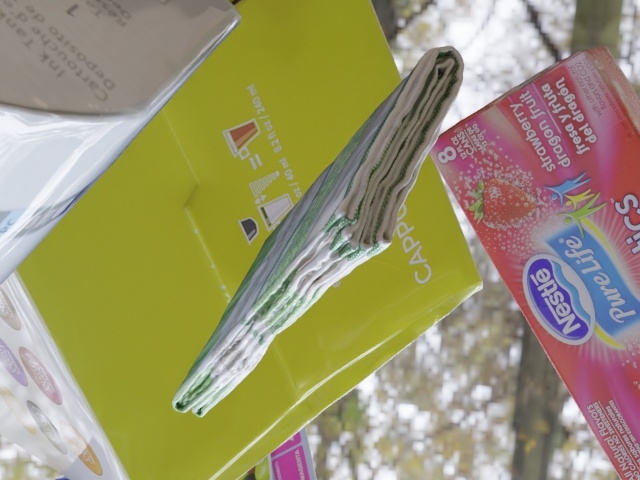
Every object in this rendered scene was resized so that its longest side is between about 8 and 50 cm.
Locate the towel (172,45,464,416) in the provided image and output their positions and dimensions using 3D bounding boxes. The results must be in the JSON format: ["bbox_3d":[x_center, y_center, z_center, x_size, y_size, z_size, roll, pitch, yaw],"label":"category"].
[{"bbox_3d":[0.000,0.000,0.652,0.023,0.152,0.113,36,-132,-6],"label":"towel"}]

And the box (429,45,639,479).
[{"bbox_3d":[0.191,0.012,1.071,0.122,0.257,0.128,-31,179,17],"label":"box"}]

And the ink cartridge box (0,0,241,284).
[{"bbox_3d":[-0.191,0.051,0.526,0.091,0.308,0.385,43,-157,-9],"label":"ink cartridge box"}]

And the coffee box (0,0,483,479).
[{"bbox_3d":[-0.137,-0.039,1.300,0.338,0.338,0.334,-35,-153,-23],"label":"coffee box"}]

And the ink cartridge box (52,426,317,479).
[{"bbox_3d":[-0.120,0.256,1.401,0.065,0.186,0.311,-3,-168,44],"label":"ink cartridge box"}]
